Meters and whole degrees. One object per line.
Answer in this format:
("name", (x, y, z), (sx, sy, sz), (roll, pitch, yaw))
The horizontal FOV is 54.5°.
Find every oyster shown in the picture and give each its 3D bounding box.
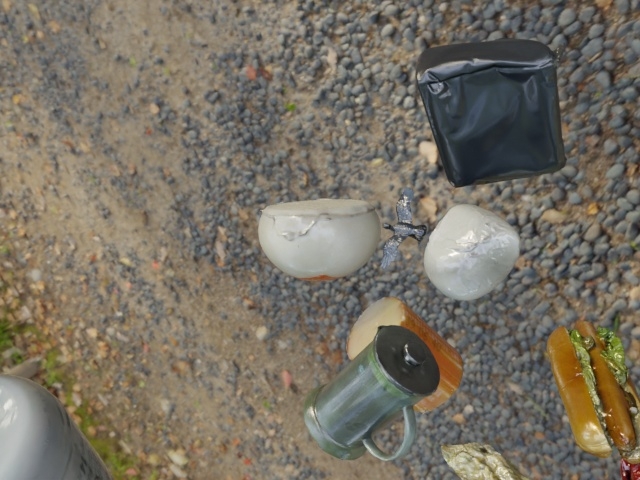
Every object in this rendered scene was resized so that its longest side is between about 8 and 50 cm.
("oyster", (0.309, 0.398, 1.021), (0.209, 0.133, 0.071), (22, 97, 60))

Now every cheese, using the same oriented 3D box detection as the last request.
("cheese", (0.304, 0.030, 1.280), (0.154, 0.189, 0.198), (45, 180, -26))

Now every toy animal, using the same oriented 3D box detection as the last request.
("toy animal", (0.203, -0.027, 1.513), (0.108, 0.220, 0.062), (19, 166, 11))

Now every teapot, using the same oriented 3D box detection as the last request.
("teapot", (0.135, 0.373, 1.451), (0.337, 0.201, 0.270), (-52, 47, 35))

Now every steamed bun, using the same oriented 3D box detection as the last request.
("steamed bun", (0.000, 0.000, 1.901), (0.375, 0.375, 0.241), (4, 105, 37))

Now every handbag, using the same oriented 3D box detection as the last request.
("handbag", (0.357, -0.272, 1.253), (0.275, 0.177, 0.301), (-9, 133, 21))

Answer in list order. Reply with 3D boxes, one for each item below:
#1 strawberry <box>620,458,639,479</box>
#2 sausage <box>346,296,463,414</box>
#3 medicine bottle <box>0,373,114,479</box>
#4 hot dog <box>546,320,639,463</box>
("strawberry", (0.712, 0.513, 1.229), (0.253, 0.150, 0.280), (34, 156, 42))
("sausage", (0.250, 0.338, 1.848), (0.287, 0.233, 0.233), (43, 139, -23))
("medicine bottle", (-0.332, 0.321, 0.652), (0.245, 0.245, 0.306), (13, 133, 34))
("hot dog", (0.487, 0.244, 1.100), (0.135, 0.337, 0.100), (7, 119, 5))
